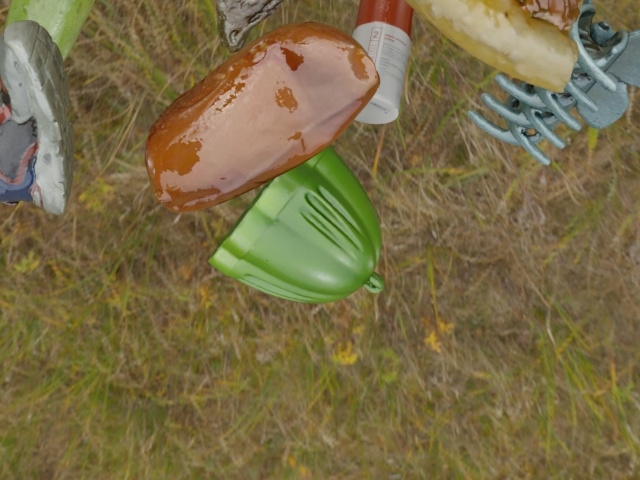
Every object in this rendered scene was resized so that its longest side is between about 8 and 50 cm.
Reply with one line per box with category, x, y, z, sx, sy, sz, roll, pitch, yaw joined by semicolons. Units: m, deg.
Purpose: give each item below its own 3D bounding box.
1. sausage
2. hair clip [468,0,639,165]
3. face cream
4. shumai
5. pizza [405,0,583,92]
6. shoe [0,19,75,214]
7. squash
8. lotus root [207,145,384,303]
sausage;-0.042;-0.082;0.645;0.179;0.089;0.089;-28;113;18
hair clip;0.450;-0.315;1.789;0.392;0.238;0.318;41;148;4
face cream;0.094;-0.302;1.557;0.096;0.214;0.096;10;161;3
shumai;-0.155;-0.481;1.738;0.185;0.184;0.218;35;113;-21
pizza;0.085;-0.255;0.599;0.182;0.074;0.365;-17;113;26
shoe;-0.322;-0.123;1.000;0.125;0.099;0.227;1;131;-3
squash;-0.429;-0.339;1.508;0.118;0.118;0.370;28;128;-14
lotus root;0.000;0.000;1.018;0.186;0.186;0.186;0;116;-1
